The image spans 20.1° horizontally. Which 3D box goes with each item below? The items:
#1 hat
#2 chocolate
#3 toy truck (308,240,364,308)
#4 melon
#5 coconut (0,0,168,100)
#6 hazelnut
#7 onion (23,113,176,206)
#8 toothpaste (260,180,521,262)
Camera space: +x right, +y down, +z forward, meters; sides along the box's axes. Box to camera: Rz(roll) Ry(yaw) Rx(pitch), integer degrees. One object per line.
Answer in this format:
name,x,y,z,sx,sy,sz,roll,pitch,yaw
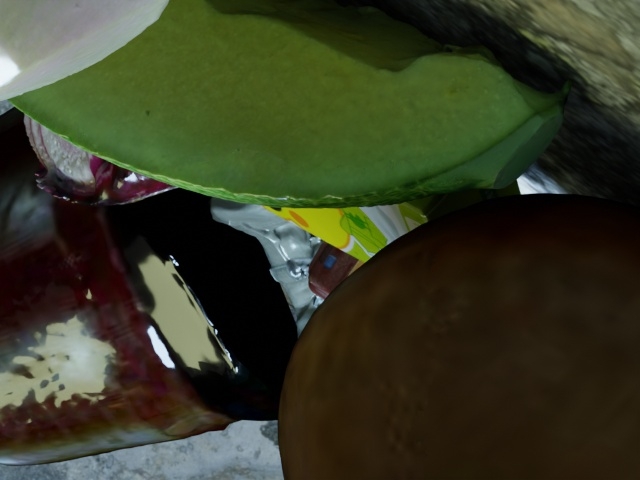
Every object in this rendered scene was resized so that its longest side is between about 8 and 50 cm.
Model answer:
hat,0.000,0.000,1.688,0.214,0.149,0.245,60,-156,-22
chocolate,-0.237,0.051,1.648,0.383,0.331,0.383,62,-173,-14
toy truck,0.108,0.062,1.333,0.270,0.114,0.135,31,175,42
melon,-0.030,-0.081,0.902,0.323,0.124,0.196,31,-150,31
coconut,-0.166,-0.143,0.753,0.237,0.237,0.197,33,165,34
hazelnut,0.149,0.138,0.894,0.372,0.315,0.372,27,-152,-15
onion,-0.145,-0.128,1.392,0.173,0.198,0.135,10,-163,44
toothpaste,-0.028,-0.076,1.076,0.327,0.077,0.110,29,162,30
